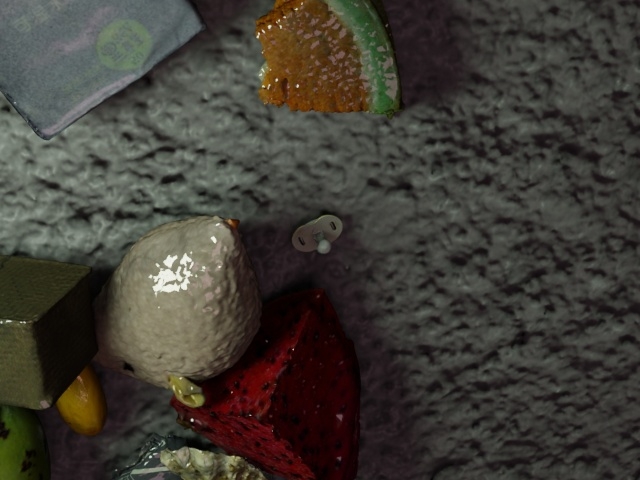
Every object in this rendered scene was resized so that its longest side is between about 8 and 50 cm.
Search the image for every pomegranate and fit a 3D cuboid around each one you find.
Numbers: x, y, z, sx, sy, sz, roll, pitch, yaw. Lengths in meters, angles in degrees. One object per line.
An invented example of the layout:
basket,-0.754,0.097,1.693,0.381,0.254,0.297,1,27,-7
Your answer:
pomegranate,-0.525,0.326,1.846,0.290,0.323,0.291,-2,95,-22

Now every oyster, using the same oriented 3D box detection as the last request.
oyster,-0.162,0.380,1.981,0.132,0.072,0.209,-15,143,32

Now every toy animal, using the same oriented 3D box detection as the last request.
toy animal,-0.200,0.094,1.862,0.226,0.188,0.358,37,130,-8

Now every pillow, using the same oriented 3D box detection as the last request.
pillow,-0.208,0.458,2.090,0.161,0.092,0.335,-39,115,-3

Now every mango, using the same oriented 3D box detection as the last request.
mango,-0.378,0.228,1.955,0.075,0.098,0.190,-34,127,-35

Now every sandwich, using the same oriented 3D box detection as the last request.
sandwich,0.010,-0.282,1.797,0.212,0.109,0.292,-9,115,-8

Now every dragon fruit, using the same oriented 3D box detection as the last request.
dragon fruit,-0.059,0.289,1.966,0.302,0.240,0.330,-24,110,18

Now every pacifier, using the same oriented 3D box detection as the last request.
pacifier,0.000,0.000,1.945,0.083,0.064,0.068,-24,133,0

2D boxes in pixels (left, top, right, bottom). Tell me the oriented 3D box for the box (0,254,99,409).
box,-0.470,0.121,1.792,0.273,0.184,0.143,5,117,16

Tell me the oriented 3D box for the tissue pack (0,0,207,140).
tissue pack,-0.372,-0.365,1.653,0.288,0.124,0.394,-34,123,1

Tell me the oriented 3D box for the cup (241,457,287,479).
cup,-0.108,0.393,2.086,0.104,0.074,0.116,-30,116,-26
